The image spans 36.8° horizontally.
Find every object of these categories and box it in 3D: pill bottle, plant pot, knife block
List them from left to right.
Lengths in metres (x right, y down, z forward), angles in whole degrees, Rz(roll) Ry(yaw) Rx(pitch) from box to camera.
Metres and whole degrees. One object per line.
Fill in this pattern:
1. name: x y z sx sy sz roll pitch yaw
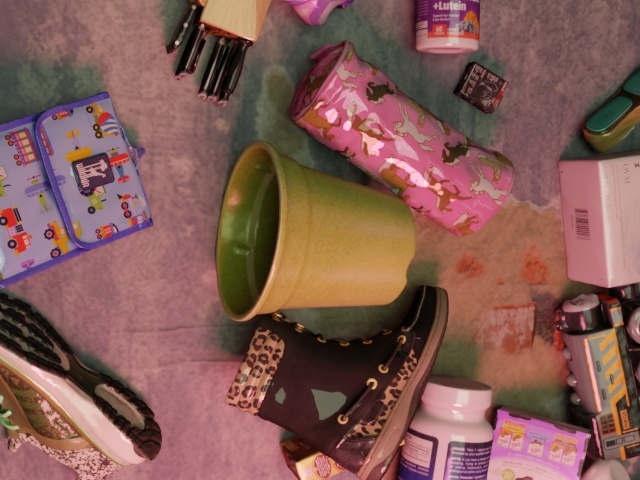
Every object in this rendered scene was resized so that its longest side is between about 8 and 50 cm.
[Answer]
1. knife block: -0.124 -0.360 1.525 0.275 0.088 0.242 -27 102 -13
2. plant pot: 0.000 0.000 1.509 0.253 0.276 0.276 8 93 -24
3. pill bottle: 0.214 0.373 1.654 0.153 0.153 0.265 8 93 -17
4. pill bottle: 0.214 -0.415 1.609 0.108 0.108 0.194 -1 95 -16

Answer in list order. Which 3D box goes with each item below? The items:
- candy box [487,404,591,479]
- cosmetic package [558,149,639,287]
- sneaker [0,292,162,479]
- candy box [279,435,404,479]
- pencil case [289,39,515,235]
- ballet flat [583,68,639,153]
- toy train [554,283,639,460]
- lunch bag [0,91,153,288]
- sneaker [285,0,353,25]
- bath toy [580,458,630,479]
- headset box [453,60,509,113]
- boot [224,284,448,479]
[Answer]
1. candy box: 0.376 0.412 1.710 0.164 0.070 0.196 14 91 17
2. cosmetic package: 0.570 -0.047 1.733 0.224 0.138 0.224 -9 97 -17
3. sneaker: -0.446 0.243 1.464 0.410 0.158 0.182 43 100 -11
4. candy box: 0.035 0.342 1.621 0.186 0.109 0.053 -22 102 -14
5. pencil case: 0.132 -0.166 1.582 0.386 0.167 0.160 32 105 -18
6. ballet flat: 0.572 -0.247 1.760 0.232 0.080 0.073 -39 132 -8
7. toy train: 0.541 0.242 1.755 0.190 0.142 0.334 -14 99 -5
8. lunch bag: -0.402 -0.083 1.463 0.293 0.138 0.221 -24 100 -26
9. sneaker: 0.030 -0.438 1.567 0.236 0.095 0.105 -48 129 -19
10. bath toy: 0.595 0.541 1.804 0.348 0.129 0.151 38 40 -18
11. headset box: 0.284 -0.265 1.682 0.083 0.032 0.062 28 87 -18
12. boot: 0.037 0.183 1.575 0.284 0.138 0.377 23 57 5
